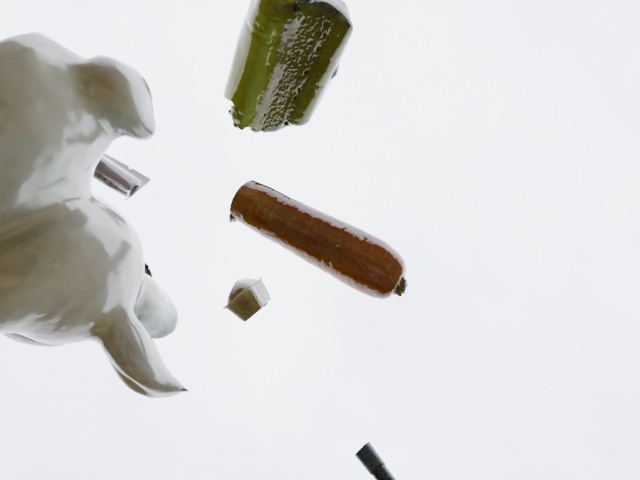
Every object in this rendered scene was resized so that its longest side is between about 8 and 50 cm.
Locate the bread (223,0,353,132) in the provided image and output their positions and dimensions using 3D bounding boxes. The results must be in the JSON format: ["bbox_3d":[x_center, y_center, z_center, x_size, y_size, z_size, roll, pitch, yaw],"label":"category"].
[{"bbox_3d":[-0.086,-0.457,1.128,0.251,0.376,0.208,-1,-122,-28],"label":"bread"}]

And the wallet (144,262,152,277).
[{"bbox_3d":[-0.407,0.060,0.817,0.255,0.031,0.137,12,-63,15],"label":"wallet"}]

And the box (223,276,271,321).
[{"bbox_3d":[-0.200,0.152,1.262,0.111,0.177,0.111,0,-84,4],"label":"box"}]

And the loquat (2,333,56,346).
[{"bbox_3d":[-0.680,0.122,1.148,0.275,0.284,0.276,-5,-111,12],"label":"loquat"}]

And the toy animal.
[{"bbox_3d":[-0.251,-0.007,0.474,0.241,0.196,0.368,-17,-66,-6],"label":"toy animal"}]

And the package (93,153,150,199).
[{"bbox_3d":[-0.549,-0.186,1.159,0.203,0.251,0.062,36,-86,-13],"label":"package"}]

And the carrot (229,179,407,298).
[{"bbox_3d":[0.000,0.000,0.534,0.225,0.067,0.067,27,-84,14],"label":"carrot"}]

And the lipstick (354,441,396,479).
[{"bbox_3d":[0.186,0.638,1.201,0.053,0.053,0.234,-47,-116,4],"label":"lipstick"}]
